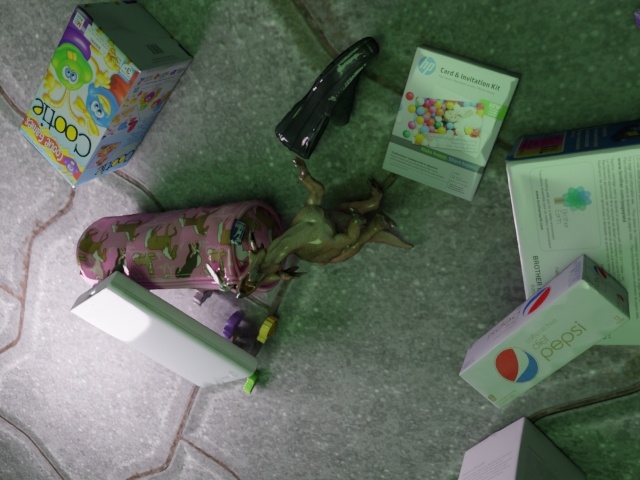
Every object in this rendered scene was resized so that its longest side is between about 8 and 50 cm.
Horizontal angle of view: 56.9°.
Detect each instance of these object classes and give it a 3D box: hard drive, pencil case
[{"bbox_3d":[-0.291,0.177,1.102,0.307,0.040,0.203,38,141,-23],"label":"hard drive"},{"bbox_3d":[-0.255,0.021,1.061,0.386,0.167,0.160,-3,94,29],"label":"pencil case"}]

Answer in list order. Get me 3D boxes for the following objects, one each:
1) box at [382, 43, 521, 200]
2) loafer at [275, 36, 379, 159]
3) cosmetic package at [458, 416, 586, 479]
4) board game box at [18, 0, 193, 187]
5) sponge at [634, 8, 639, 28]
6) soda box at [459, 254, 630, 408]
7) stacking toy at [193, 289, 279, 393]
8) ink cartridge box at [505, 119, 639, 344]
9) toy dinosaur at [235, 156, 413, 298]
[{"bbox_3d":[0.183,-0.167,0.848,0.145,0.038,0.186,23,120,14],"label":"box"},{"bbox_3d":[0.019,-0.209,0.886,0.078,0.076,0.223,43,129,-5],"label":"loafer"},{"bbox_3d":[0.327,0.429,0.976,0.151,0.183,0.151,44,124,1],"label":"cosmetic package"},{"bbox_3d":[-0.368,-0.247,1.004,0.142,0.144,0.275,45,123,0],"label":"board game box"},{"bbox_3d":[0.444,-0.212,0.620,0.117,0.031,0.210,-35,55,21],"label":"sponge"},{"bbox_3d":[0.277,0.120,0.747,0.074,0.069,0.216,41,125,2],"label":"soda box"},{"bbox_3d":[-0.189,0.202,1.189,0.167,0.052,0.221,28,123,11],"label":"stacking toy"},{"bbox_3d":[0.454,-0.016,0.724,0.395,0.151,0.270,-4,112,29],"label":"ink cartridge box"},{"bbox_3d":[0.000,0.000,0.914,0.200,0.295,0.127,-52,52,29],"label":"toy dinosaur"}]
